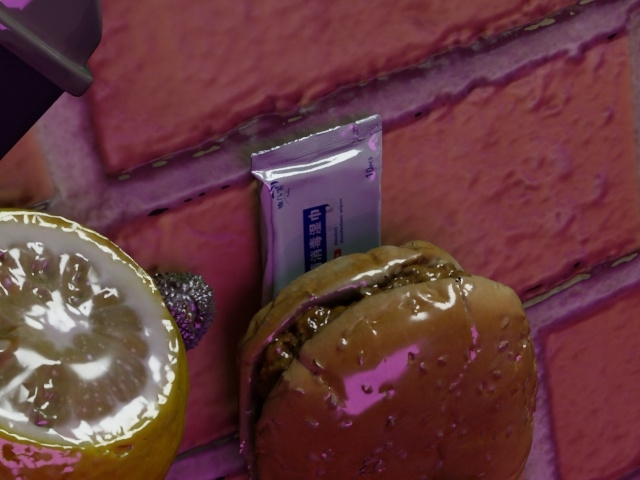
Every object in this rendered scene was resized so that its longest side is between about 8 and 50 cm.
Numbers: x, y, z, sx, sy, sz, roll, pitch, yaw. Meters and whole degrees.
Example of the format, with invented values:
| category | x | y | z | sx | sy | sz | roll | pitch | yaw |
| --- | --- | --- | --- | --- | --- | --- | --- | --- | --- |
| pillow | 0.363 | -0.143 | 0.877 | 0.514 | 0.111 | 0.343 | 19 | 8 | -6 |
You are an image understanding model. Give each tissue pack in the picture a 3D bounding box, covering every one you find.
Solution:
| category | x | y | z | sx | sy | sz | roll | pitch | yaw |
| --- | --- | --- | --- | --- | --- | --- | --- | --- | --- |
| tissue pack | 0.000 | 0.000 | 1.136 | 0.122 | 0.026 | 0.193 | -19 | 123 | -27 |

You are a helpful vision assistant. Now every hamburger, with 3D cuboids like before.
| category | x | y | z | sx | sy | sz | roll | pitch | yaw |
| --- | --- | --- | --- | --- | --- | --- | --- | --- | --- |
| hamburger | 0.059 | 0.145 | 1.155 | 0.259 | 0.144 | 0.283 | -28 | 138 | -15 |

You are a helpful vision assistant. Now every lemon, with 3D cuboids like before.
| category | x | y | z | sx | sy | sz | roll | pitch | yaw |
| --- | --- | --- | --- | --- | --- | --- | --- | --- | --- |
| lemon | -0.219 | 0.112 | 0.943 | 0.240 | 0.240 | 0.219 | 6 | 142 | -32 |

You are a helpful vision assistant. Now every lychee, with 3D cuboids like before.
| category | x | y | z | sx | sy | sz | roll | pitch | yaw |
| --- | --- | --- | --- | --- | --- | --- | --- | --- | --- |
| lychee | -0.118 | 0.057 | 1.073 | 0.083 | 0.067 | 0.068 | -32 | 167 | -45 |

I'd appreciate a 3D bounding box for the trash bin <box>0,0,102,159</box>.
| category | x | y | z | sx | sy | sz | roll | pitch | yaw |
| --- | --- | --- | --- | --- | --- | --- | --- | --- | --- |
| trash bin | -0.263 | -0.111 | 0.832 | 0.290 | 0.209 | 0.182 | -49 | 127 | 5 |
